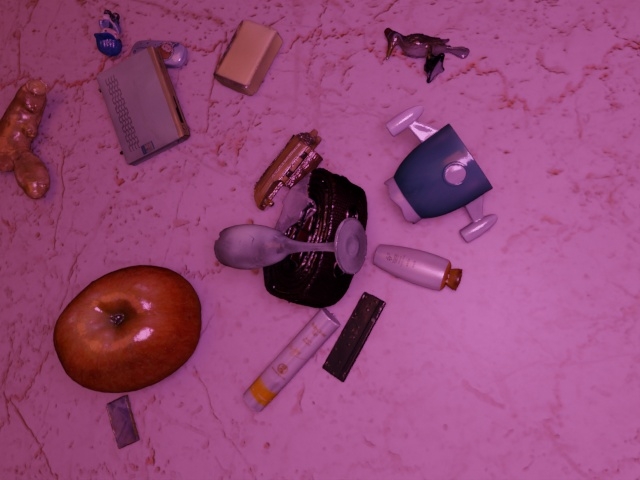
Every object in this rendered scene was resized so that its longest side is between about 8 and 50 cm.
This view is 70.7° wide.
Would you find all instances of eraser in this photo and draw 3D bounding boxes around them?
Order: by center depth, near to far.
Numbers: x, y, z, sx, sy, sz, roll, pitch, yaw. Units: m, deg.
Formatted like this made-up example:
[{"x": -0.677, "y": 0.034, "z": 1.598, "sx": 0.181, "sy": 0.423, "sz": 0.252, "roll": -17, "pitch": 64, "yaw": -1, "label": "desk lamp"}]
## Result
[{"x": -0.186, "y": -0.468, "z": 1.159, "sx": 0.117, "sy": 0.058, "sz": 0.172, "roll": 27, "pitch": 89, "yaw": 20, "label": "eraser"}]

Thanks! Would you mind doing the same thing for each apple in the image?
[{"x": -0.432, "y": 0.196, "z": 1.012, "sx": 0.278, "sy": 0.250, "sz": 0.309, "roll": 35, "pitch": 89, "yaw": 21, "label": "apple"}]

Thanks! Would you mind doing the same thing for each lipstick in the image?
[{"x": -0.063, "y": 0.260, "z": 0.985, "sx": 0.059, "sy": 0.059, "sz": 0.264, "roll": 43, "pitch": 95, "yaw": 20, "label": "lipstick"}]

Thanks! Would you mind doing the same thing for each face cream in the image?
[{"x": 0.202, "y": 0.055, "z": 0.944, "sx": 0.182, "sy": 0.051, "sz": 0.072, "roll": 17, "pitch": 84, "yaw": 21, "label": "face cream"}]

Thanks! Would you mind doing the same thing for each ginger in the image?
[{"x": -0.941, "y": -0.294, "z": 1.347, "sx": 0.364, "sy": 0.122, "sz": 0.347, "roll": 1, "pitch": 78, "yaw": 23, "label": "ginger"}]

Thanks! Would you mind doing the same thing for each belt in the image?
[{"x": 0.000, "y": 0.000, "z": 0.967, "sx": 0.184, "sy": 0.164, "sz": 0.289, "roll": 15, "pitch": 86, "yaw": 45, "label": "belt"}]

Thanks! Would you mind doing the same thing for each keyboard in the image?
[{"x": 0.074, "y": 0.207, "z": 0.976, "sx": 0.060, "sy": 0.018, "sz": 0.195, "roll": 29, "pitch": 89, "yaw": 27, "label": "keyboard"}]

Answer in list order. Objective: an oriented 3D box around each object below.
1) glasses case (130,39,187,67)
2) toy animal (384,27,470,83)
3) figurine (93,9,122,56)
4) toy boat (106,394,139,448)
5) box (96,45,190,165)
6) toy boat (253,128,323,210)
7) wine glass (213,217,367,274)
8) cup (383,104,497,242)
[{"x": -0.453, "y": -0.520, "z": 1.259, "sx": 0.179, "sy": 0.045, "sz": 0.067, "roll": 10, "pitch": 85, "yaw": 18, "label": "glasses case"}, {"x": 0.227, "y": -0.440, "z": 1.032, "sx": 0.202, "sy": 0.070, "sz": 0.105, "roll": 34, "pitch": 78, "yaw": 23, "label": "toy animal"}, {"x": -0.621, "y": -0.602, "z": 1.319, "sx": 0.079, "sy": 0.077, "sz": 0.136, "roll": -47, "pitch": 45, "yaw": 43, "label": "figurine"}, {"x": -0.484, "y": 0.443, "z": 1.105, "sx": 0.063, "sy": 0.016, "sz": 0.115, "roll": -27, "pitch": 74, "yaw": 11, "label": "toy boat"}, {"x": -0.483, "y": -0.359, "z": 1.220, "sx": 0.211, "sy": 0.045, "sz": 0.270, "roll": -24, "pitch": 84, "yaw": 13, "label": "box"}, {"x": -0.072, "y": -0.161, "z": 1.062, "sx": 0.088, "sy": 0.068, "sz": 0.226, "roll": 40, "pitch": 93, "yaw": 14, "label": "toy boat"}, {"x": -0.086, "y": 0.090, "z": 0.826, "sx": 0.310, "sy": 0.096, "sz": 0.264, "roll": -1, "pitch": 68, "yaw": 36, "label": "wine glass"}, {"x": 0.229, "y": -0.122, "z": 0.914, "sx": 0.173, "sy": 0.167, "sz": 0.299, "roll": -34, "pitch": 97, "yaw": 18, "label": "cup"}]
